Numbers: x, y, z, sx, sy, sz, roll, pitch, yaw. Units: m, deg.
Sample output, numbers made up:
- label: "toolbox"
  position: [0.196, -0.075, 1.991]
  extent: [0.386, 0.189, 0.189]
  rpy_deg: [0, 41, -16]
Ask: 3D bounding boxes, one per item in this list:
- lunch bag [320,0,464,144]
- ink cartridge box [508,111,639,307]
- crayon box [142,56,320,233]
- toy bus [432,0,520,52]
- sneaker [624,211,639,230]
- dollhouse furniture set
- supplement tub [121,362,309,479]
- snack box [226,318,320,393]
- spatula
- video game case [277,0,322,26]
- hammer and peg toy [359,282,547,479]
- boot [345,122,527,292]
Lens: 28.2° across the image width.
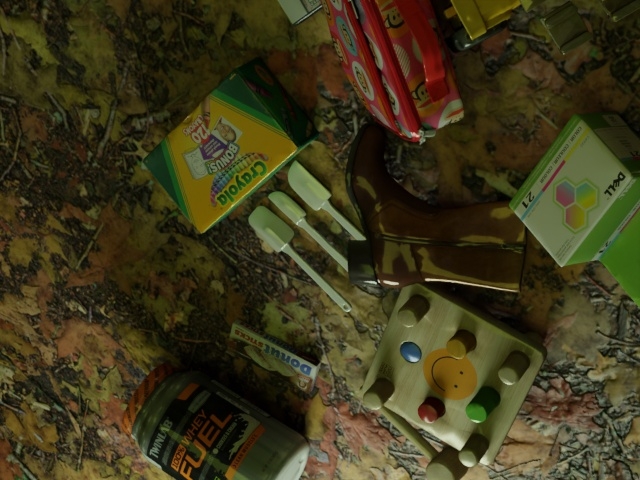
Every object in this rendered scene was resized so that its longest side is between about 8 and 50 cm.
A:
- label: "lunch bag"
  position: [0.103, -0.289, 1.800]
  extent: [0.293, 0.120, 0.258]
  rpy_deg: [66, 171, -27]
- label: "ink cartridge box"
  position: [0.415, -0.030, 1.800]
  extent: [0.255, 0.097, 0.189]
  rpy_deg: [55, 132, 29]
- label: "crayon box"
  position: [-0.152, -0.155, 2.132]
  extent: [0.165, 0.081, 0.278]
  rpy_deg: [51, 126, 0]
- label: "toy bus"
  position: [0.246, -0.371, 1.761]
  extent: [0.211, 0.220, 0.149]
  rpy_deg: [-28, 94, 3]
- label: "sneaker"
  position: [0.476, -0.043, 1.845]
  extent: [0.089, 0.051, 0.170]
  rpy_deg: [17, 123, 18]
- label: "dollhouse furniture set"
  position: [0.349, -0.389, 1.632]
  extent: [0.242, 0.161, 0.212]
  rpy_deg: [-31, 95, 11]
- label: "supplement tub"
  position: [-0.194, 0.368, 2.336]
  extent: [0.316, 0.193, 0.193]
  rpy_deg: [29, 124, 15]
- label: "snack box"
  position: [-0.086, 0.208, 2.303]
  extent: [0.178, 0.022, 0.064]
  rpy_deg: [26, 122, 18]
- label: "spatula"
  position: [0.000, 0.000, 2.162]
  extent: [0.242, 0.019, 0.168]
  rpy_deg: [44, 121, 4]
- label: "video game case"
  position: [-0.008, -0.495, 1.917]
  extent: [0.275, 0.035, 0.248]
  rpy_deg: [-29, 96, 36]
- label: "hammer and peg toy"
  position: [0.191, 0.253, 2.101]
  extent: [0.266, 0.127, 0.361]
  rpy_deg: [30, 124, 14]
- label: "boot"
  position: [0.181, -0.053, 1.978]
  extent: [0.280, 0.096, 0.264]
  rpy_deg: [0, 84, 19]
